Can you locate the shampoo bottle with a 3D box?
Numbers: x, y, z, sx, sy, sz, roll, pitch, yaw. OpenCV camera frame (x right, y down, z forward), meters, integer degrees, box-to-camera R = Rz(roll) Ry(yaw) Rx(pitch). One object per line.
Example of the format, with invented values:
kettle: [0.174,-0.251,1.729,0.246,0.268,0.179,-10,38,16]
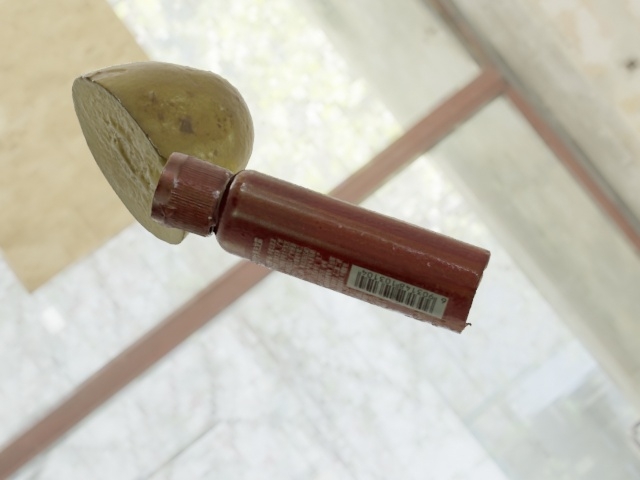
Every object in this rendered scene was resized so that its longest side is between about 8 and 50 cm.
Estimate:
shampoo bottle: [0.001,0.000,1.630,0.314,0.076,0.118,19,-18,5]

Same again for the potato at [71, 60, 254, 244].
potato: [-0.148,-0.116,1.864,0.203,0.158,0.178,41,-30,27]
